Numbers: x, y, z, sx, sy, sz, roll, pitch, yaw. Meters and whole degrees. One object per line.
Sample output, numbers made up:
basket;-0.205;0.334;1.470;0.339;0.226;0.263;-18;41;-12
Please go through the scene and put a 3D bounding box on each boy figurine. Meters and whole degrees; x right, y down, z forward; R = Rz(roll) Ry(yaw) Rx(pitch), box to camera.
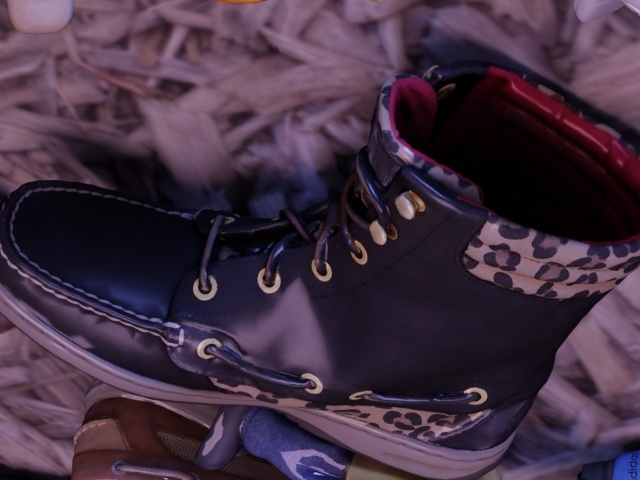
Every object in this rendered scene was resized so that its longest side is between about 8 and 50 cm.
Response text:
boy figurine;0.063;0.180;1.264;0.285;0.177;0.092;30;102;9

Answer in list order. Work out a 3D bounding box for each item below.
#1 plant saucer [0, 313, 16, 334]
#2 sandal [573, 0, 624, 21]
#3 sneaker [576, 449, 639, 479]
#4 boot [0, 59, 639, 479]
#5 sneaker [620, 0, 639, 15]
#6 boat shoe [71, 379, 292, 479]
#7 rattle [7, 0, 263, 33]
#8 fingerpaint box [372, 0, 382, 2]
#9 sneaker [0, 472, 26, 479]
plant saucer;-0.274;0.004;1.304;0.168;0.029;0.168;12;139;11
sandal;0.165;-0.207;0.841;0.076;0.102;0.265;52;156;21
sneaker;0.231;0.211;1.301;0.084;0.058;0.152;-13;126;26
boot;0.000;0.000;1.102;0.377;0.138;0.284;23;141;-10
sneaker;0.222;-0.163;0.810;0.091;0.240;0.126;46;132;34
boat shoe;-0.041;0.212;1.371;0.324;0.116;0.123;23;140;-4
rattle;-0.079;-0.187;0.735;0.143;0.130;0.199;5;115;5
fingerpaint box;-0.033;-0.356;0.698;0.371;0.163;0.445;26;142;-6
sneaker;-0.208;0.218;1.503;0.170;0.051;0.089;25;140;-13
